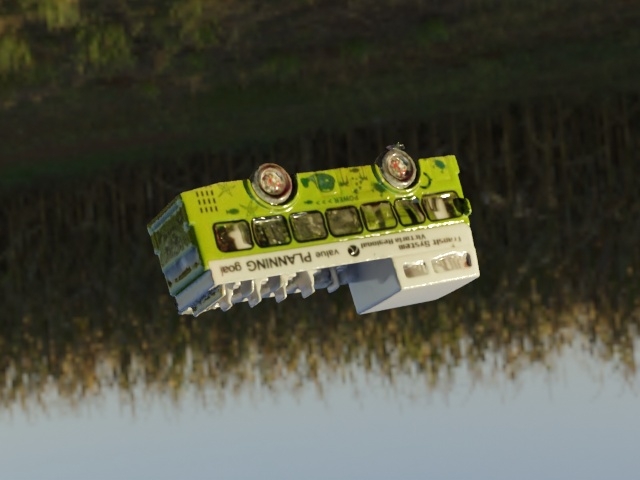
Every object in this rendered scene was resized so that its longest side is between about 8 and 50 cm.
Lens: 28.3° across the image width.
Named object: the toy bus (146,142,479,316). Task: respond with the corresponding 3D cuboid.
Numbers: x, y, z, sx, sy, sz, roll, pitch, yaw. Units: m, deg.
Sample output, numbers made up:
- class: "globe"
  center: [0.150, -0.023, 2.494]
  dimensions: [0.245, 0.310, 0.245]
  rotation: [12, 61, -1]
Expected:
- class: "toy bus"
  center: [0.000, 0.000, 1.189]
  dimensions: [0.301, 0.139, 0.113]
  rotation: [-8, 165, -30]
